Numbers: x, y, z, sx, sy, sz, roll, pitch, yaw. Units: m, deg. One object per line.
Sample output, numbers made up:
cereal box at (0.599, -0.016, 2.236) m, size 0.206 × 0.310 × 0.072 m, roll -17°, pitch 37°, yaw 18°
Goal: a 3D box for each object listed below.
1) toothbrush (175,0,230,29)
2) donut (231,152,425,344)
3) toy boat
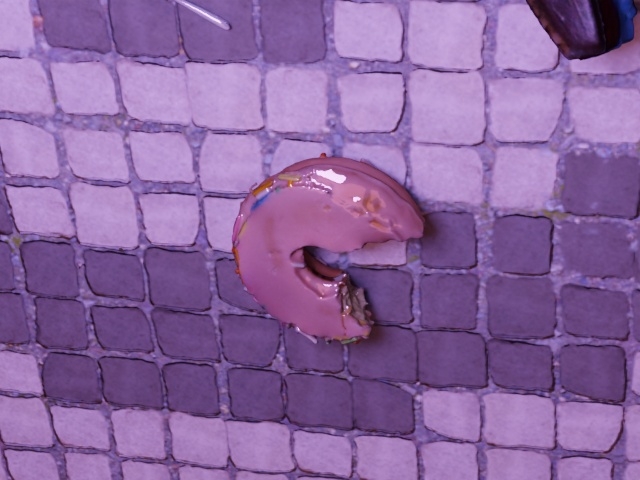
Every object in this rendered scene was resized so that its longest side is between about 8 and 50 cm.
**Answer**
toothbrush at (-0.166, -0.271, 1.511) m, size 0.162 × 0.014 × 0.017 m, roll 29°, pitch 110°, yaw -4°
donut at (0.000, 0.000, 1.590) m, size 0.199 × 0.085 × 0.233 m, roll 26°, pitch 124°, yaw -2°
toy boat at (0.233, -0.278, 1.349) m, size 0.100 × 0.097 × 0.223 m, roll -13°, pitch 119°, yaw 38°
